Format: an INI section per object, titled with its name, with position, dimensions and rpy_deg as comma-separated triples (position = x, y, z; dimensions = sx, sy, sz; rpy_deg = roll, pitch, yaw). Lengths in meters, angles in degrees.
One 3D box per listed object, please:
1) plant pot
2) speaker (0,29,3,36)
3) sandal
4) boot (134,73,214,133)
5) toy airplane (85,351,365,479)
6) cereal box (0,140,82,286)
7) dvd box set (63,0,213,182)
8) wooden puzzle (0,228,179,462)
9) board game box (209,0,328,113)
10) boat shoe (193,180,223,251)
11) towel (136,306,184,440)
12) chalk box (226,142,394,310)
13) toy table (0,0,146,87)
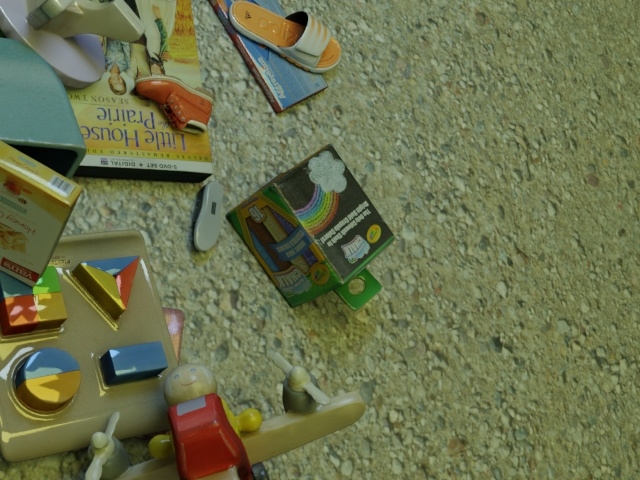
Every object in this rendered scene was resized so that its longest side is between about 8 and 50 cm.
[plant pot]
position = -0.540, -0.187, 1.670
dimensions = 0.247, 0.248, 0.252
rpy_deg = 4, 57, -33
[speaker]
position = -0.632, -0.470, 1.771
dimensions = 0.131, 0.131, 0.296
rpy_deg = -19, 85, -38
[sandal]
position = -0.057, -0.422, 2.148
dimensions = 0.265, 0.076, 0.102
rpy_deg = 18, 64, -29
[boot]
position = -0.265, -0.245, 1.909
dimensions = 0.158, 0.059, 0.084
rpy_deg = 17, 68, -31
[toy airplane]
position = -0.170, 0.327, 1.678
dimensions = 0.386, 0.384, 0.272
rpy_deg = 2, 59, -47
[cereal box]
position = -0.464, -0.041, 1.566
dimensions = 0.173, 0.240, 0.047
rpy_deg = 29, 48, -8
[dvd box set]
position = -0.365, -0.316, 1.940
dimensions = 0.308, 0.062, 0.420
rpy_deg = 2, 72, -34
[wooden puzzle]
position = -0.383, 0.153, 1.706
dimensions = 0.322, 0.080, 0.347
rpy_deg = -6, 74, -35
[board game box]
position = -0.108, -0.408, 2.174
dimensions = 0.145, 0.027, 0.281
rpy_deg = -32, 93, -39
[boat shoe]
position = -0.212, -0.042, 1.961
dimensions = 0.049, 0.040, 0.142
rpy_deg = 28, 59, -34
[towel]
position = -0.384, 0.197, 1.758
dimensions = 0.329, 0.037, 0.237
rpy_deg = 15, 65, -30
[chalk box]
position = 0.000, 0.000, 2.007
dimensions = 0.180, 0.179, 0.289
rpy_deg = -38, 98, -38
[toy table]
position = -0.422, -0.403, 1.759
dimensions = 0.274, 0.161, 0.252
rpy_deg = 42, 39, -29
